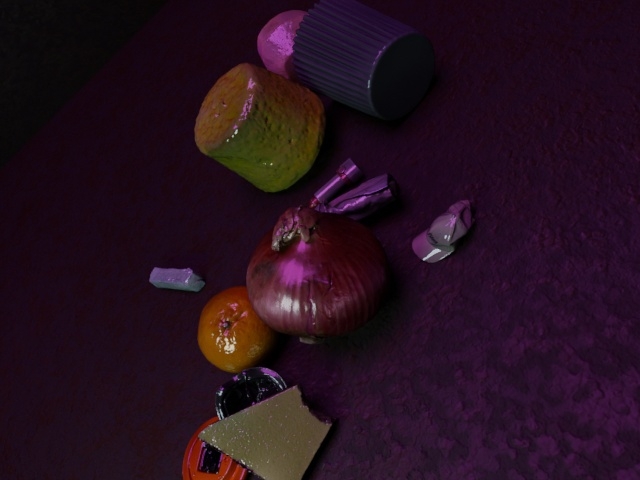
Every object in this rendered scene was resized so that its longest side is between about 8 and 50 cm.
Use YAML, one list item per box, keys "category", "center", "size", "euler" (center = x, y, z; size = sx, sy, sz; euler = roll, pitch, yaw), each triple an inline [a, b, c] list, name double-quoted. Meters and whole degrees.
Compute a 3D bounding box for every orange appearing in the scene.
- category: "orange"
  center: [-0.210, 0.224, 1.415]
  size: [0.219, 0.193, 0.219]
  euler: [-9, 50, 11]

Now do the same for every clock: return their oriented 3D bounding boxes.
- category: "clock"
  center: [-0.251, 0.526, 1.335]
  size: [0.205, 0.051, 0.205]
  euler: [-17, 54, 26]

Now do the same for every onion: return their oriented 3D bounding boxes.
- category: "onion"
  center: [-0.014, 0.080, 1.301]
  size: [0.353, 0.353, 0.354]
  euler: [-18, 53, 25]

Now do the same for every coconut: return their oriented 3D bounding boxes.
- category: "coconut"
  center: [-0.083, -0.637, 1.854]
  size: [0.259, 0.259, 0.259]
  euler: [-18, 53, 25]

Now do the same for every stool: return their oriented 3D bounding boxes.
- category: "stool"
  center: [0.129, -0.520, 1.603]
  size: [0.297, 0.297, 0.330]
  euler: [-49, 51, -2]

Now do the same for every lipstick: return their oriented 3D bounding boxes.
- category: "lipstick"
  center: [0.033, -0.150, 1.576]
  size: [0.186, 0.057, 0.063]
  euler: [-41, 47, 9]

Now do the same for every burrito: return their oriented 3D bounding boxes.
- category: "burrito"
  center: [0.094, -0.097, 1.442]
  size: [0.228, 0.089, 0.144]
  euler: [-24, 7, 13]

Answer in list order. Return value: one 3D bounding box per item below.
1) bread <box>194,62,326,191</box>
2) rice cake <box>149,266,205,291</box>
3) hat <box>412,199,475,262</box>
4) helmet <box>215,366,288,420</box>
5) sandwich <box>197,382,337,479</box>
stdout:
- category: "bread"
  center: [-0.189, -0.336, 1.659]
  size: [0.348, 0.307, 0.349]
  euler: [-18, 65, 44]
- category: "rice cake"
  center: [-0.452, 0.119, 1.729]
  size: [0.206, 0.069, 0.063]
  euler: [2, 63, 34]
- category: "hat"
  center: [0.286, -0.029, 1.311]
  size: [0.166, 0.081, 0.122]
  euler: [-31, 45, 28]
- category: "helmet"
  center: [-0.154, 0.384, 1.318]
  size: [0.176, 0.107, 0.153]
  euler: [-26, 78, -4]
- category: "sandwich"
  center: [-0.110, 0.407, 1.233]
  size: [0.244, 0.063, 0.212]
  euler: [31, 79, 6]
